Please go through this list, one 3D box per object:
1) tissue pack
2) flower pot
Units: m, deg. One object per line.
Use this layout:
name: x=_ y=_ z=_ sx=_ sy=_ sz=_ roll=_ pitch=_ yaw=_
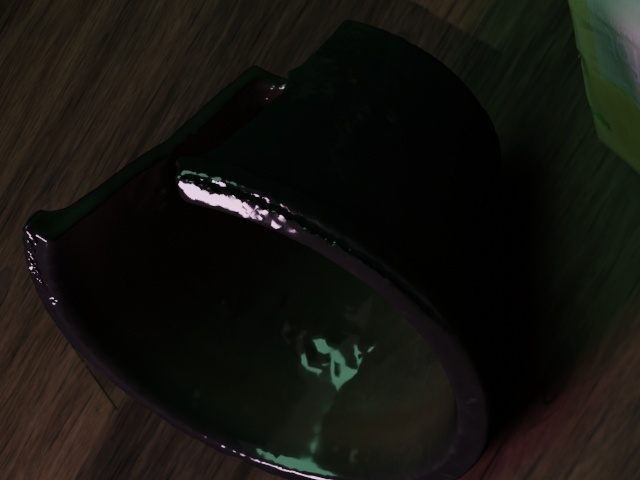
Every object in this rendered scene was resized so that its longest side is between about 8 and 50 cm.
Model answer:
tissue pack: x=0.249 y=-0.104 z=1.105 sx=0.090 sy=0.186 sz=0.222 roll=-23 pitch=37 yaw=-8
flower pot: x=0.000 y=0.000 z=1.286 sx=0.379 sy=0.379 sz=0.251 roll=-18 pitch=34 yaw=47
